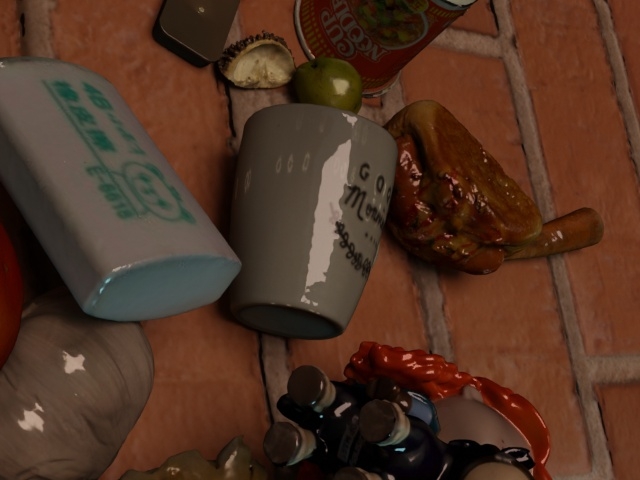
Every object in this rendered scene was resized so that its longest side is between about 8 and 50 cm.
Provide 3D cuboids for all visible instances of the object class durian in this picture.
[{"bbox_3d":[-0.075,-0.231,1.438,0.130,0.052,0.066,-7,76,-42],"label":"durian"}]

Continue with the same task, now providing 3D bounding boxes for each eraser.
[{"bbox_3d":[-0.226,-0.055,1.142,0.189,0.104,0.290,3,43,-56],"label":"eraser"}]

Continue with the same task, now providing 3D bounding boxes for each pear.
[{"bbox_3d":[0.011,-0.196,1.467,0.097,0.092,0.092,26,57,-28],"label":"pear"}]

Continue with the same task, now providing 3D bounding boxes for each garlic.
[{"bbox_3d":[-0.239,0.132,1.100,0.178,0.143,0.229,41,43,-14],"label":"garlic"}]

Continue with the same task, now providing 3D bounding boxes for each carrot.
[{"bbox_3d":[0.326,-0.002,1.648,0.209,0.061,0.061,-14,80,-36],"label":"carrot"}]

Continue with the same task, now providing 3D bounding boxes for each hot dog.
[{"bbox_3d":[0.170,-0.052,1.490,0.256,0.150,0.153,45,41,-14],"label":"hot dog"}]

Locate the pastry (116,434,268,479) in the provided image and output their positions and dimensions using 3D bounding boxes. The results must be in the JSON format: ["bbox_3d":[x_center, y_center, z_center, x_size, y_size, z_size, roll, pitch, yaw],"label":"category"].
[{"bbox_3d":[-0.128,0.352,1.035,0.329,0.136,0.330,18,57,-30],"label":"pastry"}]

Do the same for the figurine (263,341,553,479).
[{"bbox_3d":[0.106,0.231,1.187,0.306,0.412,0.241,8,80,9],"label":"figurine"}]

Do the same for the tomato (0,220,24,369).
[{"bbox_3d":[-0.356,0.041,0.969,0.180,0.260,0.260,-14,76,0],"label":"tomato"}]

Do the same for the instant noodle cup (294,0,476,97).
[{"bbox_3d":[0.102,-0.319,1.505,0.193,0.212,0.193,16,62,-32],"label":"instant noodle cup"}]

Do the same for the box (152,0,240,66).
[{"bbox_3d":[-0.156,-0.282,1.412,0.091,0.031,0.126,29,56,-25],"label":"box"}]

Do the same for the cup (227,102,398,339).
[{"bbox_3d":[0.000,0.000,1.336,0.258,0.186,0.234,38,56,-54],"label":"cup"}]
